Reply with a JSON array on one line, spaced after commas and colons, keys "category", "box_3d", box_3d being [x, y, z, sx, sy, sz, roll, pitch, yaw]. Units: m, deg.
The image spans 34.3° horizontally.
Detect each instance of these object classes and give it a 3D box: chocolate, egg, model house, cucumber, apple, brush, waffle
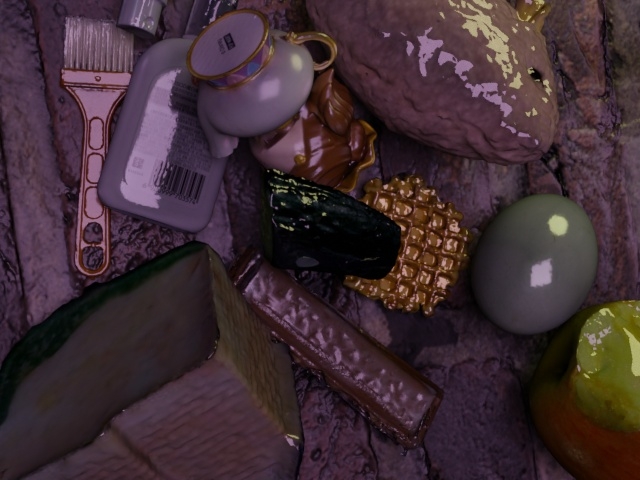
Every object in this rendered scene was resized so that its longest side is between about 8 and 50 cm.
[{"category": "chocolate", "box_3d": [0.021, 0.128, 1.256, 0.329, 0.065, 0.102, 40, 56, -12]}, {"category": "egg", "box_3d": [0.267, 0.028, 1.291, 0.149, 0.149, 0.192, 33, 64, -10]}, {"category": "model house", "box_3d": [-0.170, 0.208, 1.150, 0.298, 0.243, 0.284, -29, 122, 11]}, {"category": "cucumber", "box_3d": [0.000, 0.000, 1.190, 0.193, 0.115, 0.086, 13, 41, -32]}, {"category": "apple", "box_3d": [0.380, 0.189, 1.266, 0.226, 0.246, 0.246, 37, 79, -2]}, {"category": "brush", "box_3d": [-0.266, -0.110, 1.234, 0.090, 0.017, 0.314, 2, 87, -12]}, {"category": "waffle", "box_3d": [0.103, 0.004, 1.309, 0.191, 0.038, 0.191, 1, 87, -14]}]

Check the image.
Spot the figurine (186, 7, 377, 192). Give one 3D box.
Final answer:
[{"category": "figurine", "box_3d": [-0.039, -0.139, 1.191, 0.189, 0.142, 0.263, -27, 136, 13]}]

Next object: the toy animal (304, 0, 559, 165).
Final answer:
[{"category": "toy animal", "box_3d": [0.136, -0.229, 1.252, 0.358, 0.188, 0.226, 37, 46, 3]}]

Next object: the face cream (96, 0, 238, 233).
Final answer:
[{"category": "face cream", "box_3d": [-0.163, -0.161, 1.231, 0.144, 0.071, 0.291, 17, 84, -23]}]

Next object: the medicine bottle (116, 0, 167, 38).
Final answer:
[{"category": "medicine bottle", "box_3d": [-0.175, -0.411, 1.223, 0.110, 0.110, 0.352, 15, 84, -13]}]
